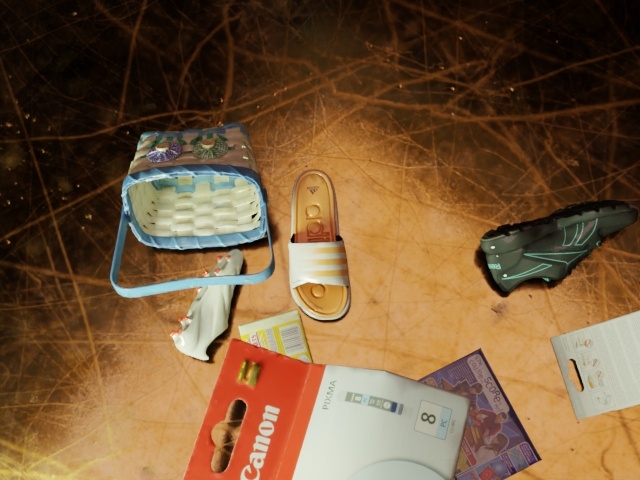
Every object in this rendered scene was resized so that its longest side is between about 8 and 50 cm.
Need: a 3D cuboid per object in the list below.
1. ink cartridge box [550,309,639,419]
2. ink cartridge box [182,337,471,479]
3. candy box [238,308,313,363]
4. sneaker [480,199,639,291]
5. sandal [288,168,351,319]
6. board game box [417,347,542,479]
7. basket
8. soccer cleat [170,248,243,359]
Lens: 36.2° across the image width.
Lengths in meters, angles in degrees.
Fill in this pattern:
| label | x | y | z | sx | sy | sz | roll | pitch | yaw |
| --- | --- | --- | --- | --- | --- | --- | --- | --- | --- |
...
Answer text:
| label | x | y | z | sx | sy | sz | roll | pitch | yaw |
| --- | --- | --- | --- | --- | --- | --- | --- | --- | --- |
| ink cartridge box | 0.485 | 0.201 | 1.592 | 0.179 | 0.045 | 0.145 | -20 | 77 | 17 |
| ink cartridge box | 0.006 | 0.329 | 1.463 | 0.385 | 0.091 | 0.308 | 18 | 66 | -2 |
| candy box | -0.059 | 0.225 | 1.613 | 0.105 | 0.027 | 0.205 | -16 | 76 | 2 |
| sneaker | 0.399 | 0.004 | 1.619 | 0.268 | 0.101 | 0.106 | -16 | 99 | -2 |
| sandal | -0.011 | 0.001 | 1.637 | 0.102 | 0.076 | 0.265 | -7 | 77 | 2 |
| board game box | 0.246 | 0.293 | 1.576 | 0.136 | 0.035 | 0.201 | -26 | 77 | -3 |
| basket | -0.207 | -0.044 | 1.581 | 0.255 | 0.201 | 0.288 | -6 | 58 | 1 |
| soccer cleat | -0.176 | 0.106 | 1.635 | 0.076 | 0.068 | 0.196 | 37 | 70 | -22 |
